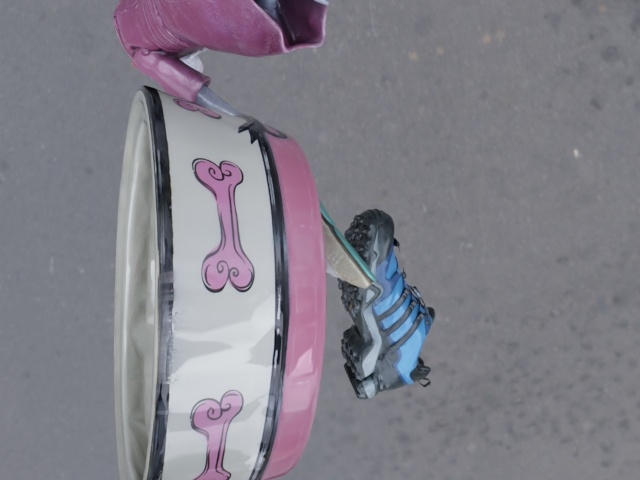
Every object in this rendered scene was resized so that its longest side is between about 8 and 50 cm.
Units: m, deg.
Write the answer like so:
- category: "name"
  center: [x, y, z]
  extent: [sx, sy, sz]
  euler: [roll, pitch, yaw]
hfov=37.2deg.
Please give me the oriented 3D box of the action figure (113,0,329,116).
- category: "action figure"
  center: [-0.144, -0.240, 0.994]
  extent: [0.276, 0.248, 0.370]
  euler: [3, 169, -32]

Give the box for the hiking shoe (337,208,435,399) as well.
- category: "hiking shoe"
  center: [0.100, 0.087, 1.393]
  extent: [0.132, 0.113, 0.304]
  euler: [-8, 120, -14]

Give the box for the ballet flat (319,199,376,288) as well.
- category: "ballet flat"
  center: [0.000, 0.000, 1.034]
  extent: [0.052, 0.168, 0.057]
  euler: [-38, 148, 5]

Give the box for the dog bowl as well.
- category: "dog bowl"
  center: [-0.110, 0.060, 0.921]
  extent: [0.150, 0.408, 0.408]
  euler: [1, 127, -17]
